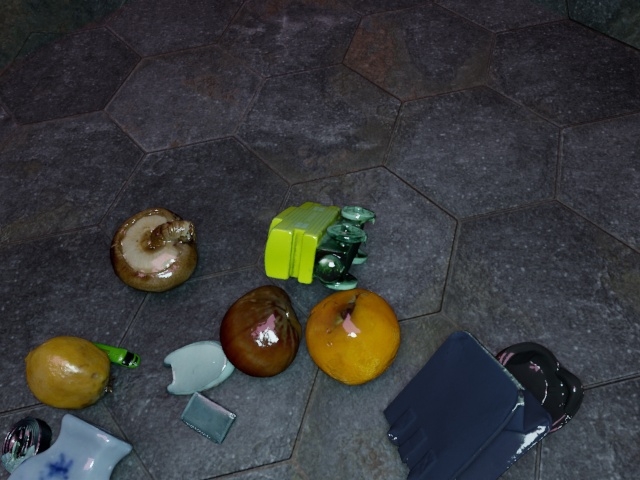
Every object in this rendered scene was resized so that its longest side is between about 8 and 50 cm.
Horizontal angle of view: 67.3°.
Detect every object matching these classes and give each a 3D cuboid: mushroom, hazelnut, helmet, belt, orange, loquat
[{"bbox_3d":[-0.495,0.028,1.467,0.278,0.163,0.297,-21,58,1],"label":"mushroom"},{"bbox_3d":[-0.151,0.231,1.277,0.217,0.217,0.251,-3,37,2],"label":"hazelnut"},{"bbox_3d":[0.502,0.357,1.161,0.189,0.193,0.216,-1,71,-9],"label":"helmet"},{"bbox_3d":[-0.753,0.524,1.229,0.105,0.058,0.140,-10,58,2],"label":"belt"},{"bbox_3d":[0.083,0.240,1.237,0.246,0.246,0.246,-2,58,3],"label":"orange"},{"bbox_3d":[-0.651,0.349,1.255,0.234,0.187,0.176,31,57,-14],"label":"loquat"}]

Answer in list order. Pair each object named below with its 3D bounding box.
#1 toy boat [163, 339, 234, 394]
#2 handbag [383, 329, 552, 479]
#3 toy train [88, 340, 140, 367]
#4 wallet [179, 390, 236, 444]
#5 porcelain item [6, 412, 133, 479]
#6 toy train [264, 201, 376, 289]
[{"bbox_3d":[-0.326,0.347,1.312,0.207,0.079,0.134,-20,60,4],"label":"toy boat"},{"bbox_3d":[0.301,0.398,1.067,0.122,0.303,0.329,38,97,-19],"label":"handbag"},{"bbox_3d":[-0.613,0.318,1.358,0.209,0.042,0.044,9,60,10],"label":"toy train"},{"bbox_3d":[-0.290,0.458,1.244,0.129,0.026,0.088,27,82,10],"label":"wallet"},{"bbox_3d":[-0.614,0.623,1.088,0.242,0.178,0.405,19,64,15],"label":"porcelain item"},{"bbox_3d":[0.000,0.000,1.338,0.272,0.179,0.442,10,17,9],"label":"toy train"}]
